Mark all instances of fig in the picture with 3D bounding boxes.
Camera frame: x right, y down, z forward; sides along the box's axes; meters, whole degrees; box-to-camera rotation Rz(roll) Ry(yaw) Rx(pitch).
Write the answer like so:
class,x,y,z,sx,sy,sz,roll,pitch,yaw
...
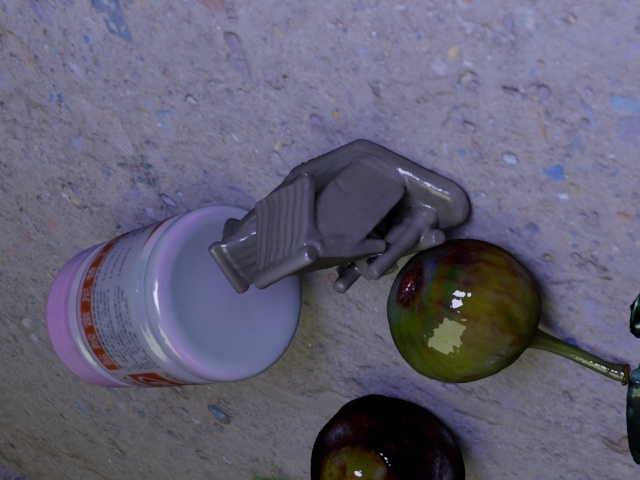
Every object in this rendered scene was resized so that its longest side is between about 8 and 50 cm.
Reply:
class,x,y,z,sx,sy,sz,roll,pitch,yaw
fig,0.187,0.084,0.910,0.245,0.149,0.149,21,153,-18

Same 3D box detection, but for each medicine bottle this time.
class,x,y,z,sx,sy,sz,roll,pitch,yaw
medicine bottle,-0.190,0.079,1.163,0.202,0.202,0.315,49,146,-19

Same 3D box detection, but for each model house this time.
class,x,y,z,sx,sy,sz,roll,pitch,yaw
model house,0.000,-0.009,0.902,0.229,0.188,0.122,-15,106,52

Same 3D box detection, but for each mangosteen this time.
class,x,y,z,sx,sy,sz,roll,pitch,yaw
mangosteen,0.079,0.295,1.181,0.209,0.210,0.210,26,147,18

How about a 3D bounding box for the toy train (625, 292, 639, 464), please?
class,x,y,z,sx,sy,sz,roll,pitch,yaw
toy train,0.374,0.115,0.677,0.330,0.178,0.139,15,141,34
